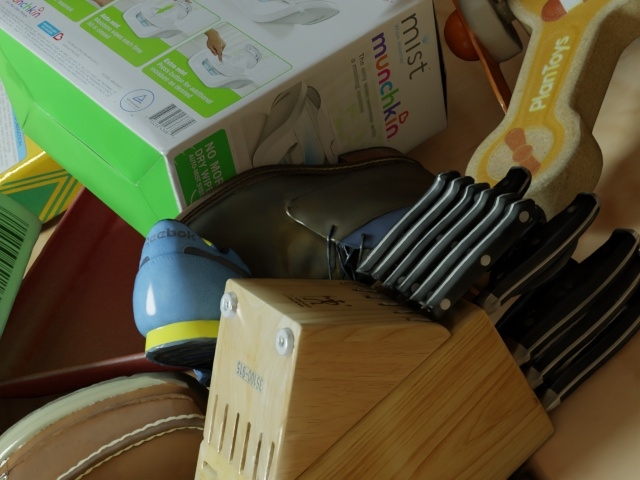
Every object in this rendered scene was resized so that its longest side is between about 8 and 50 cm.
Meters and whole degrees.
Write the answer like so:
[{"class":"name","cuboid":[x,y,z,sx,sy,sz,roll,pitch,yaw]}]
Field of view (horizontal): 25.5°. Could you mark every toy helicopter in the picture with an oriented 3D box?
[{"class":"toy helicopter","cuboid":[0.159,-0.143,0.947,0.235,0.140,0.355,-10,41,38]}]

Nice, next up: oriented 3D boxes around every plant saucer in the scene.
[{"class":"plant saucer","cuboid":[-0.122,0.019,1.080,0.259,0.048,0.258,-12,36,33]}]

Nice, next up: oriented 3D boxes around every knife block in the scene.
[{"class":"knife block","cuboid":[0.062,0.097,0.765,0.088,0.242,0.276,28,112,59]}]

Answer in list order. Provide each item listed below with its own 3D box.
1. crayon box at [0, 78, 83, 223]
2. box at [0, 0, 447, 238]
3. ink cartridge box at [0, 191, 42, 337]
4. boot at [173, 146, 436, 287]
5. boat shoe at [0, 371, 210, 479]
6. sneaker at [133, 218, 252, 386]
[{"class":"crayon box","cuboid":[-0.263,-0.125,1.290,0.323,0.083,0.203,-29,55,22]},{"class":"box","cuboid":[-0.080,-0.130,1.033,0.231,0.127,0.262,-34,46,-23]},{"class":"ink cartridge box","cuboid":[-0.367,0.170,1.061,0.385,0.091,0.308,-48,22,29]},{"class":"boot","cuboid":[0.000,0.000,0.907,0.219,0.082,0.106,-22,32,-27]},{"class":"boat shoe","cuboid":[-0.176,0.205,0.809,0.324,0.122,0.120,-37,34,12]},{"class":"sneaker","cuboid":[-0.057,0.040,0.842,0.069,0.209,0.082,-12,74,9]}]
